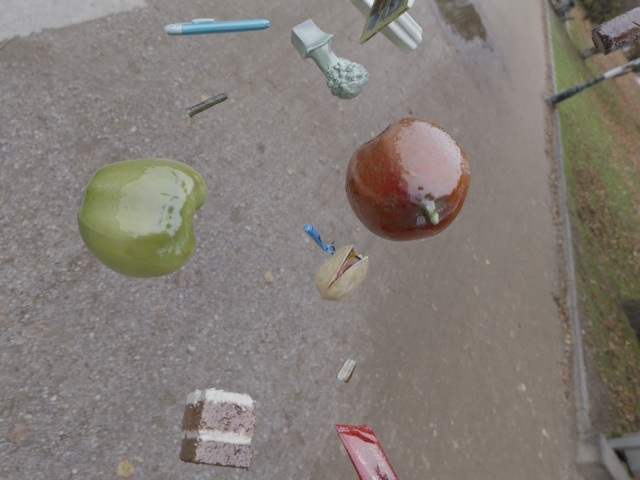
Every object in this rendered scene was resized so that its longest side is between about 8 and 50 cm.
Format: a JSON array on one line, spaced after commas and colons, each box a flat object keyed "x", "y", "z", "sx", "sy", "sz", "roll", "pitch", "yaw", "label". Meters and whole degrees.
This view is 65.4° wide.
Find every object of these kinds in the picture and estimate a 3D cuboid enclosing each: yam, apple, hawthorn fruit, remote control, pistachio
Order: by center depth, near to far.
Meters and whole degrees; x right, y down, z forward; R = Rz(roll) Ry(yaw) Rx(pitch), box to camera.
[{"x": 0.138, "y": -0.079, "z": 0.767, "sx": 0.199, "sy": 0.200, "sz": 0.251, "roll": 52, "pitch": 14, "yaw": -22, "label": "hawthorn fruit"}, {"x": 0.144, "y": -0.497, "z": 1.080, "sx": 0.230, "sy": 0.049, "sz": 0.090, "roll": 22, "pitch": 68, "yaw": -44, "label": "remote control"}, {"x": 0.739, "y": -0.510, "z": 1.200, "sx": 0.079, "sy": 0.141, "sz": 0.079, "roll": 54, "pitch": 21, "yaw": -32, "label": "yam"}, {"x": -0.325, "y": -0.394, "z": 1.447, "sx": 0.027, "sy": 0.130, "sz": 0.033, "roll": -98, "pitch": 165, "yaw": -55, "label": "yam"}, {"x": -0.538, "y": -0.079, "z": 1.476, "sx": 0.320, "sy": 0.361, "sz": 0.311, "roll": -76, "pitch": 169, "yaw": -61, "label": "apple"}, {"x": 0.076, "y": 0.119, "z": 1.791, "sx": 0.157, "sy": 0.229, "sz": 0.157, "roll": 30, "pitch": 25, "yaw": -15, "label": "pistachio"}]

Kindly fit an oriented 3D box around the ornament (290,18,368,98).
[{"x": 0.022, "y": -0.556, "z": 1.540, "sx": 0.285, "sy": 0.120, "sz": 0.130, "roll": 41, "pitch": 77, "yaw": -6, "label": "ornament"}]

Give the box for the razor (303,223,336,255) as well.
[{"x": 0.000, "y": 0.000, "z": 1.878, "sx": 0.253, "sy": 0.042, "sz": 0.081, "roll": 44, "pitch": 34, "yaw": -58, "label": "razor"}]

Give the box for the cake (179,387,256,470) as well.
[{"x": -0.209, "y": 0.387, "z": 1.029, "sx": 0.135, "sy": 0.135, "sz": 0.147, "roll": 21, "pitch": 61, "yaw": -24, "label": "cake"}]

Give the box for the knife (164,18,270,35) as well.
[{"x": -0.218, "y": -0.458, "z": 1.062, "sx": 0.064, "sy": 0.222, "sz": 0.031, "roll": -125, "pitch": -152, "yaw": -62, "label": "knife"}]

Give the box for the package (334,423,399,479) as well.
[{"x": 0.090, "y": 0.363, "z": 0.750, "sx": 0.083, "sy": 0.022, "sz": 0.200, "roll": 15, "pitch": 30, "yaw": -40, "label": "package"}]

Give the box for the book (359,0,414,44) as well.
[{"x": 0.138, "y": -0.454, "z": 0.888, "sx": 0.013, "sy": 0.192, "sz": 0.167, "roll": 21, "pitch": 86, "yaw": -19, "label": "book"}]

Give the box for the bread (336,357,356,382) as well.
[{"x": 0.085, "y": 0.459, "z": 1.705, "sx": 0.109, "sy": 0.043, "sz": 0.062, "roll": -45, "pitch": 149, "yaw": -54, "label": "bread"}]
